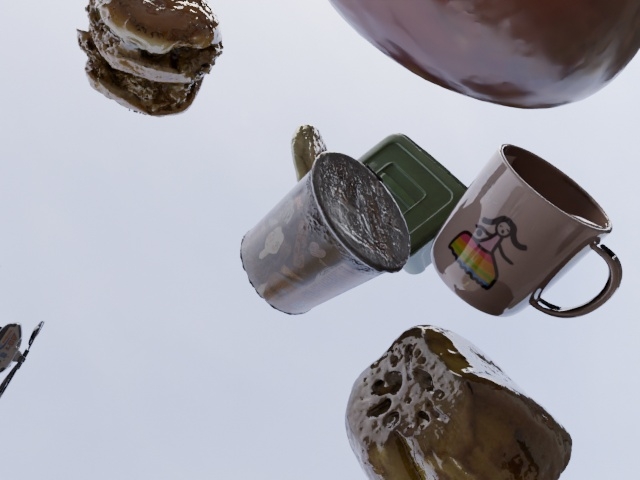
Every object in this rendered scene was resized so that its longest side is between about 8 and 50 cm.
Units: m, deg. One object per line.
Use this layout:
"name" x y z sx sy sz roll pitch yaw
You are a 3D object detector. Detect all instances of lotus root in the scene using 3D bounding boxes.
"lotus root" 0.171 0.286 0.910 0.250 0.316 0.316 45 -111 -31

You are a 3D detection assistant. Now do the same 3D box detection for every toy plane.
"toy plane" -0.611 0.231 1.186 0.078 0.053 0.197 25 -115 -13

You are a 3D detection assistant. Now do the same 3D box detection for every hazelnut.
"hazelnut" 0.141 -0.278 0.480 0.373 0.315 0.372 17 -115 -39

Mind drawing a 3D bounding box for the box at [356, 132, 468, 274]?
"box" 0.214 -0.089 1.575 0.253 0.328 0.178 -39 -35 0

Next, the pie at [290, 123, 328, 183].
"pie" -0.009 -0.126 1.269 0.218 0.052 0.185 65 -160 -49

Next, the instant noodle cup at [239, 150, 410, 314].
"instant noodle cup" 0.000 0.000 0.995 0.217 0.207 0.217 32 -141 -30

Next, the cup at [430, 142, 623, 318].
"cup" 0.303 0.014 0.909 0.253 0.200 0.192 45 -148 20

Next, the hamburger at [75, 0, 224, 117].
"hamburger" -0.296 -0.357 1.138 0.245 0.211 0.260 -22 -118 -36
